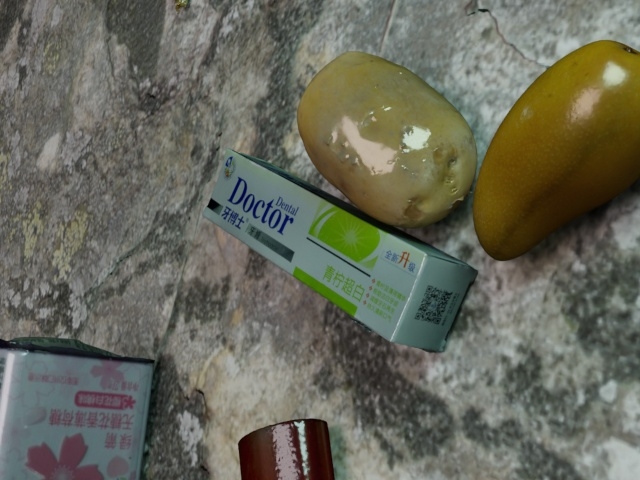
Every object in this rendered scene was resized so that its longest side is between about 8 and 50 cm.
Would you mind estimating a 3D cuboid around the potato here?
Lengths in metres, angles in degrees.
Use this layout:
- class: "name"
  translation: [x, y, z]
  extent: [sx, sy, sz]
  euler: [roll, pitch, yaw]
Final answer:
- class: "potato"
  translation: [0.055, -0.084, 0.830]
  extent: [0.178, 0.118, 0.109]
  euler: [48, 153, 32]

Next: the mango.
- class: "mango"
  translation: [0.172, -0.062, 0.698]
  extent: [0.184, 0.084, 0.102]
  euler: [-55, 46, 41]

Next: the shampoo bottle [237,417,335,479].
- class: "shampoo bottle"
  translation: [-0.019, 0.294, 0.850]
  extent: [0.102, 0.064, 0.260]
  euler: [-29, 59, 40]

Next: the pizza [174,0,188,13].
- class: "pizza"
  translation: [-0.178, -0.359, 1.263]
  extent: [0.099, 0.029, 0.100]
  euler: [-53, 44, 27]

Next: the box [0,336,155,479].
- class: "box"
  translation: [-0.307, 0.297, 1.112]
  extent: [0.112, 0.190, 0.370]
  euler: [-6, 74, 50]

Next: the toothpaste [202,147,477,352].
- class: "toothpaste"
  translation: [0.000, 0.000, 0.909]
  extent: [0.336, 0.067, 0.081]
  euler: [31, 101, 51]
